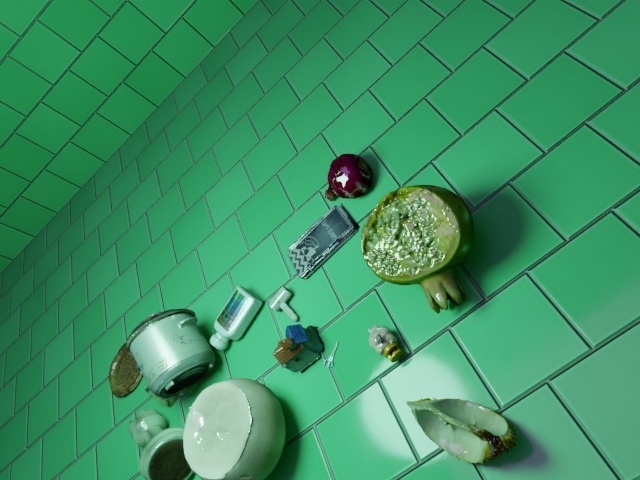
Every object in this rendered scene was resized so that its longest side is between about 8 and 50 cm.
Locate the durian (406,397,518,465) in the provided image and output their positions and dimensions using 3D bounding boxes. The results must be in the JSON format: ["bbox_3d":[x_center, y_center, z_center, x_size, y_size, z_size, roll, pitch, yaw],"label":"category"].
[{"bbox_3d":[0.326,0.442,1.172,0.252,0.139,0.144,24,87,44],"label":"durian"}]

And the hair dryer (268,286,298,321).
[{"bbox_3d":[-0.112,0.227,1.717,0.082,0.047,0.137,-50,51,4],"label":"hair dryer"}]

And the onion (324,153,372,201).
[{"bbox_3d":[0.074,-0.213,1.745,0.198,0.135,0.173,-35,46,22],"label":"onion"}]

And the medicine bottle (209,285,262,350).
[{"bbox_3d":[-0.314,0.286,1.819,0.121,0.083,0.229,32,89,42],"label":"medicine bottle"}]

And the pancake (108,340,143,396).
[{"bbox_3d":[-0.820,0.535,2.129,0.250,0.031,0.250,-19,57,31],"label":"pancake"}]

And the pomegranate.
[{"bbox_3d":[0.295,0.021,1.400,0.310,0.216,0.358,-29,81,23],"label":"pomegranate"}]

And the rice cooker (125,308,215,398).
[{"bbox_3d":[-0.534,0.387,1.789,0.317,0.264,0.316,-2,86,29],"label":"rice cooker"}]

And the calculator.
[{"bbox_3d":[0.000,0.000,1.763,0.274,0.028,0.165,-43,44,10],"label":"calculator"}]

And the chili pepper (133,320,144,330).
[{"bbox_3d":[-0.671,0.399,2.042,0.270,0.099,0.136,12,98,37],"label":"chili pepper"}]

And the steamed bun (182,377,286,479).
[{"bbox_3d":[-0.245,0.579,1.512,0.324,0.206,0.324,-18,55,28],"label":"steamed bun"}]

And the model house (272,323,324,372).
[{"bbox_3d":[-0.089,0.325,1.568,0.148,0.149,0.119,-39,47,13],"label":"model house"}]

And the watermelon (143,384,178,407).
[{"bbox_3d":[-0.581,0.560,1.915,0.098,0.121,0.158,-45,-1,-10],"label":"watermelon"}]

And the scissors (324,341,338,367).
[{"bbox_3d":[0.037,0.351,1.549,0.036,0.006,0.083,13,75,44],"label":"scissors"}]

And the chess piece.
[{"bbox_3d":[-0.559,0.696,1.736,0.299,0.194,0.194,13,75,52],"label":"chess piece"}]

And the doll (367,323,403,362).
[{"bbox_3d":[0.174,0.283,1.421,0.073,0.084,0.127,-49,53,5],"label":"doll"}]
